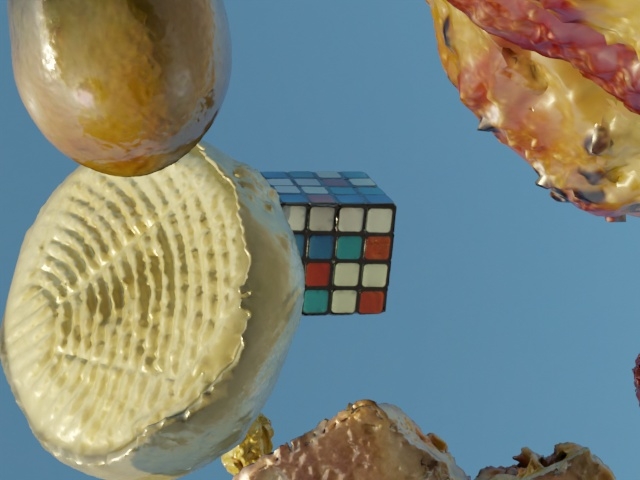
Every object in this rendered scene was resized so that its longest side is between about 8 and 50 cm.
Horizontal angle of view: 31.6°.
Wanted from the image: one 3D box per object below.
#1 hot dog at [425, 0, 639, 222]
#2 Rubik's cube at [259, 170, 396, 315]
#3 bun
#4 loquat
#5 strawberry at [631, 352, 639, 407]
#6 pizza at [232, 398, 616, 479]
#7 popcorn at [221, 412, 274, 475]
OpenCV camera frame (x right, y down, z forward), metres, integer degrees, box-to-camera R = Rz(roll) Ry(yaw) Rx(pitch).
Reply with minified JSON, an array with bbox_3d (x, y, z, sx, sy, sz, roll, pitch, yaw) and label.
[{"bbox_3d":[0.142,-0.118,0.469,0.365,0.367,0.196,30,-90,-11],"label":"hot dog"},{"bbox_3d":[0.000,0.000,1.483,0.154,0.151,0.155,0,-69,-15],"label":"Rubik's cube"},{"bbox_3d":[-0.154,0.073,1.176,0.202,0.364,0.364,25,-104,-51],"label":"bun"},{"bbox_3d":[-0.163,-0.166,0.925,0.179,0.179,0.227,-18,-55,-28],"label":"loquat"},{"bbox_3d":[0.481,0.173,1.411,0.106,0.286,0.188,13,-90,-20],"label":"strawberry"},{"bbox_3d":[0.089,0.179,0.696,0.085,0.306,0.161,-26,-56,-70],"label":"pizza"},{"bbox_3d":[-0.092,0.249,1.384,0.057,0.083,0.082,10,-108,-25],"label":"popcorn"}]
